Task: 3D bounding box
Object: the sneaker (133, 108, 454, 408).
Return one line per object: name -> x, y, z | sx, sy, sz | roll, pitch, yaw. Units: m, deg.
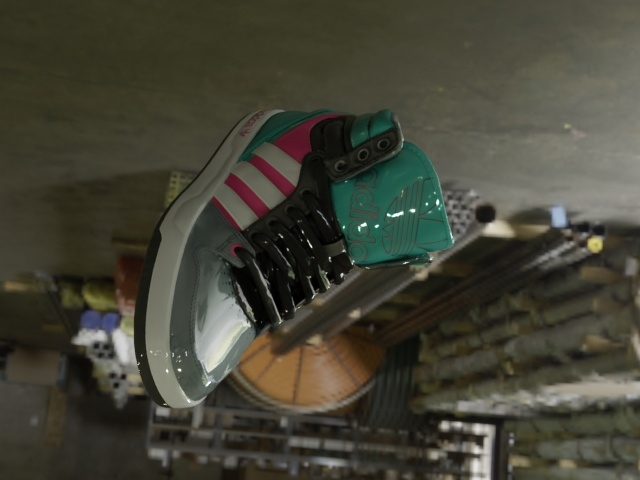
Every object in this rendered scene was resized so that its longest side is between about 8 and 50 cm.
sneaker -> 0.000, 0.000, 0.685 | 0.178, 0.296, 0.124 | -3, 129, 23
